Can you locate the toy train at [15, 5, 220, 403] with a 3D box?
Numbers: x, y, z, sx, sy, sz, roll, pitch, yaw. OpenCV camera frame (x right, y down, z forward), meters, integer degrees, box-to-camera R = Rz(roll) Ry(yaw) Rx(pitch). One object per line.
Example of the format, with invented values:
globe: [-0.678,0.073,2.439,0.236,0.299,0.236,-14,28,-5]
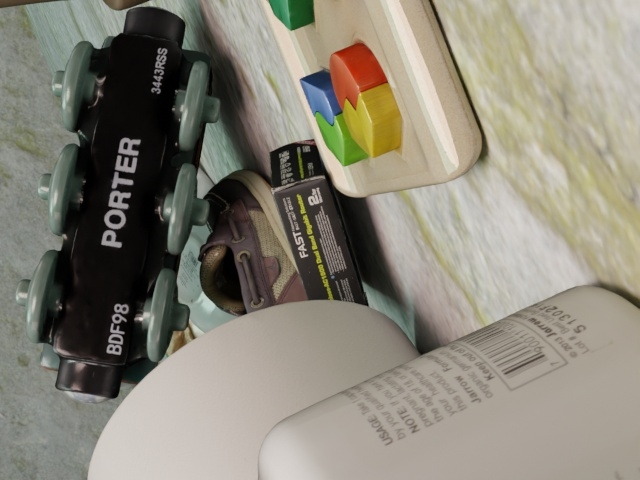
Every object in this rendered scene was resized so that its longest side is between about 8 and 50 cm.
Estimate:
toy train: [-0.164,-0.026,1.003,0.190,0.142,0.334,110,168,-81]

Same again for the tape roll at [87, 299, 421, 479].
tape roll: [-0.005,0.182,0.736,0.169,0.246,0.246,53,160,42]

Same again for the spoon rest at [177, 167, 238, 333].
spoon rest: [-0.134,-0.016,1.238,0.276,0.084,0.137,55,130,32]

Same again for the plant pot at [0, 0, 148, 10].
plant pot: [-0.282,-0.308,1.032,0.263,0.229,0.263,59,163,31]

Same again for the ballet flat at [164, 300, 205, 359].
ballet flat: [-0.096,0.142,1.291,0.124,0.116,0.343,-23,88,41]

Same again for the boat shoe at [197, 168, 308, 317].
boat shoe: [-0.060,0.019,0.995,0.285,0.092,0.103,45,154,57]

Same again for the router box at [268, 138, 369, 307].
router box: [0.000,0.000,0.806,0.092,0.038,0.123,-98,-9,-69]

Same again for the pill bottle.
pill bottle: [0.042,0.119,0.485,0.131,0.229,0.131,60,165,28]

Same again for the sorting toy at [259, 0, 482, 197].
sorting toy: [0.006,-0.115,0.648,0.193,0.038,0.208,68,166,-4]
